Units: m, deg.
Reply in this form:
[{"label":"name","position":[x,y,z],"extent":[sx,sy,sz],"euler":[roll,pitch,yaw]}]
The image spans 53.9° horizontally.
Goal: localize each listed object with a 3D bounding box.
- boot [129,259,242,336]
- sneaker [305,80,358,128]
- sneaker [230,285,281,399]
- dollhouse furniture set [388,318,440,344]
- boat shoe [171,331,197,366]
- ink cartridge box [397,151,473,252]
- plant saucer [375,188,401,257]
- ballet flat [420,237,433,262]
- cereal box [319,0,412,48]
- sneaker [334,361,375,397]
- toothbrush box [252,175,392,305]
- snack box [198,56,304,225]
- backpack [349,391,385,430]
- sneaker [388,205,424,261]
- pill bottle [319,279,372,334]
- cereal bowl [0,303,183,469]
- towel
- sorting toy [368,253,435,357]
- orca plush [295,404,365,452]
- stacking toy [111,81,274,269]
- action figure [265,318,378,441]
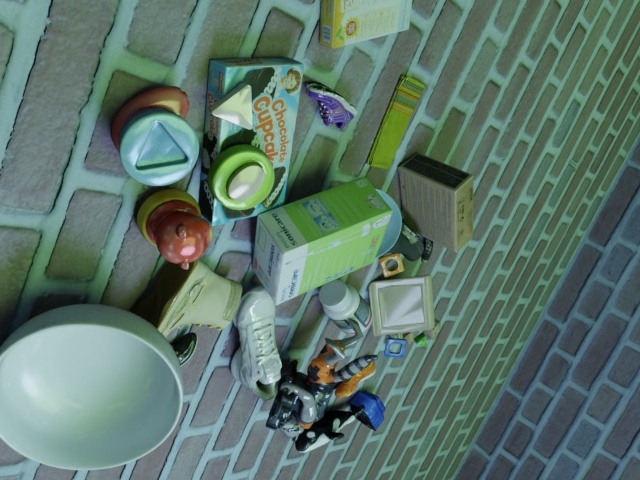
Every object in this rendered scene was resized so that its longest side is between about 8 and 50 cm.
[{"label":"boot","position":[-0.293,0.168,1.335],"extent":[0.262,0.095,0.203],"euler":[-57,145,-4]},{"label":"sneaker","position":[0.021,-0.289,1.374],"extent":[0.071,0.068,0.170],"euler":[-55,145,7]},{"label":"sneaker","position":[-0.136,0.250,1.519],"extent":[0.114,0.152,0.305],"euler":[-18,128,-34]},{"label":"dollhouse furniture set","position":[0.301,0.316,2.056],"extent":[0.101,0.161,0.181],"euler":[-35,137,-27]},{"label":"boat shoe","position":[-0.324,0.257,1.396],"extent":[0.133,0.049,0.042],"euler":[-49,151,-4]},{"label":"ink cartridge box","position":[0.321,-0.105,1.741],"extent":[0.088,0.193,0.234],"euler":[-40,141,-25]},{"label":"plant saucer","position":[0.109,-0.045,1.616],"extent":[0.195,0.037,0.194],"euler":[-2,107,-6]},{"label":"ballet flat","position":[0.325,-0.004,1.956],"extent":[0.049,0.057,0.173],"euler":[-1,125,-2]},{"label":"cereal box","position":[0.102,-0.510,1.314],"extent":[0.240,0.047,0.173],"euler":[-26,134,-36]},{"label":"sneaker","position":[0.104,0.437,2.022],"extent":[0.175,0.064,0.067],"euler":[-39,120,-31]},{"label":"toothbrush box","position":[0.000,0.000,1.436],"extent":[0.283,0.122,0.206],"euler":[-24,150,-25]},{"label":"snack box","position":[-0.141,-0.198,1.258],"extent":[0.187,0.060,0.321],"euler":[-17,128,-40]},{"label":"backpack","position":[0.157,0.566,2.138],"extent":[0.101,0.098,0.120],"euler":[-53,133,-25]},{"label":"sneaker","position":[0.187,-0.014,1.750],"extent":[0.130,0.109,0.286],"euler":[-47,133,-3]},{"label":"pill bottle","position":[0.067,0.181,1.736],"extent":[0.108,0.108,0.180],"euler":[-50,143,-9]},{"label":"cereal bowl","position":[-0.419,0.250,1.153],"extent":[0.339,0.141,0.338],"euler":[-4,120,-8]},{"label":"towel","position":[0.193,-0.295,1.600],"extent":[0.102,0.021,0.237],"euler":[4,113,-49]},{"label":"sorting toy","position":[0.246,0.192,1.916],"extent":[0.196,0.047,0.347],"euler":[-8,109,-3]},{"label":"orca plush","position":[0.023,0.558,1.973],"extent":[0.287,0.151,0.102],"euler":[-13,93,-34]},{"label":"stacking toy","position":[-0.205,-0.117,1.121],"extent":[0.280,0.130,0.308],"euler":[-22,128,-16]},{"label":"action figure","position":[-0.015,0.386,1.604],"extent":[0.330,0.179,0.341],"euler":[-58,180,19]}]
